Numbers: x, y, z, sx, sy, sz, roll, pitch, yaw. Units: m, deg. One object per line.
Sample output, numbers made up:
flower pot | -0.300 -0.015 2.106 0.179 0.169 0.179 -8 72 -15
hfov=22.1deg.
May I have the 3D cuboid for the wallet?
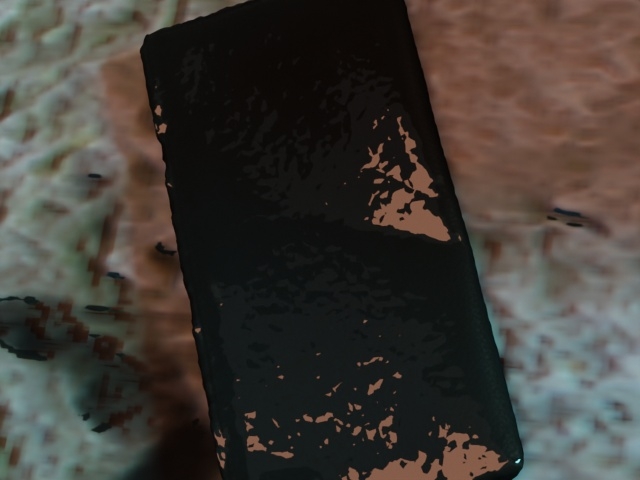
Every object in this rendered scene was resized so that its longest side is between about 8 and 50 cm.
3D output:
wallet | 0.000 0.000 0.693 0.124 0.025 0.244 -18 64 10
